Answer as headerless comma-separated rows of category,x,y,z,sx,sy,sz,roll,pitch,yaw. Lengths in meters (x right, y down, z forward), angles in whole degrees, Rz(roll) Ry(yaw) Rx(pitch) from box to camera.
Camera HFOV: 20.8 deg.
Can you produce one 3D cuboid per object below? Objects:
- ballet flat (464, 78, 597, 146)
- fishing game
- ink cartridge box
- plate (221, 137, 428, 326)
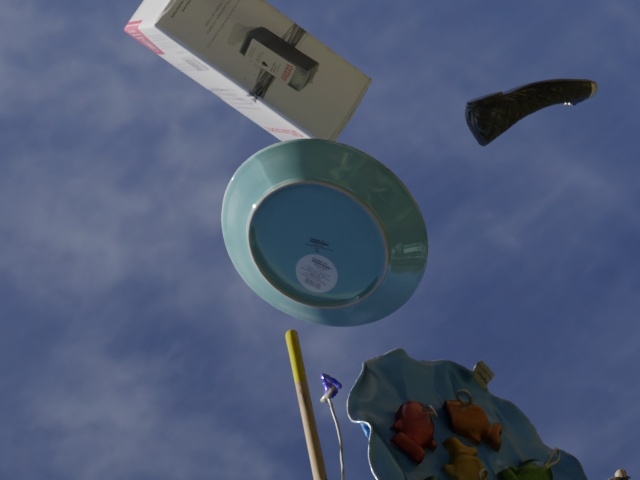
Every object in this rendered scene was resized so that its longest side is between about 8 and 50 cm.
ballet flat,0.218,-0.138,1.804,0.173,0.057,0.049,-17,-82,-31
fishing game,0.098,0.128,1.000,0.264,0.041,0.189,27,-150,-22
ink cartridge box,-0.075,-0.188,1.772,0.218,0.158,0.092,36,-96,-17
plate,0.000,0.000,1.507,0.188,0.188,0.024,32,-147,-2
